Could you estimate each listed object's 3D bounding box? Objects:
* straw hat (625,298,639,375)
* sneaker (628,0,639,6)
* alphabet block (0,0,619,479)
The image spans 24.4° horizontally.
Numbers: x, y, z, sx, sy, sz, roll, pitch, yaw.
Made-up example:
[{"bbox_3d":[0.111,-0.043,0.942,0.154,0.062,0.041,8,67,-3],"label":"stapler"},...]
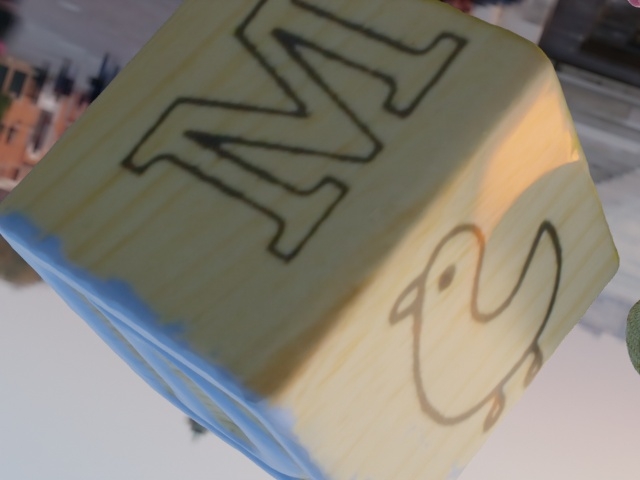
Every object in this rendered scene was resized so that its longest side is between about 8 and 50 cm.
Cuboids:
[{"bbox_3d":[0.198,0.049,0.789,0.061,0.144,0.144,9,-174,-26],"label":"straw hat"},{"bbox_3d":[0.169,-0.283,1.212,0.314,0.136,0.116,18,-176,-6],"label":"sneaker"},{"bbox_3d":[0.000,0.000,0.719,0.193,0.197,0.192,31,165,33],"label":"alphabet block"}]
